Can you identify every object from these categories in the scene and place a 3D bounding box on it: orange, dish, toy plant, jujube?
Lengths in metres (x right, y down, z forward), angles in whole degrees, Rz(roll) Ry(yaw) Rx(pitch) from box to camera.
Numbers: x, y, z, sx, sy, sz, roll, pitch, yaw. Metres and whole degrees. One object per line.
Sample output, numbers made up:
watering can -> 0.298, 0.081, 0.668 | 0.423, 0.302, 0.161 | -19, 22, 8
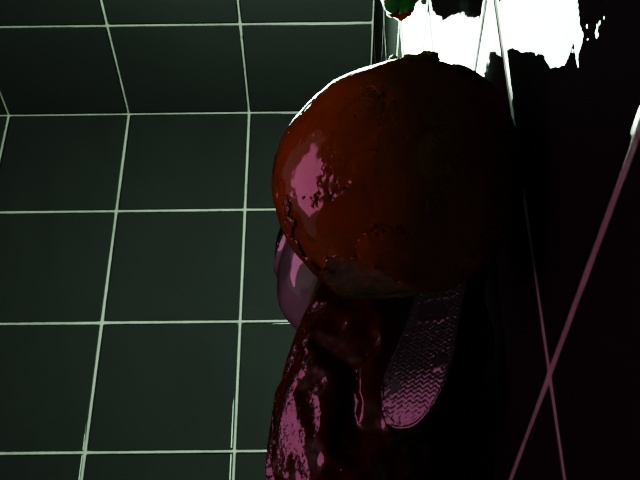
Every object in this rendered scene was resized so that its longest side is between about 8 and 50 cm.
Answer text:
orange -> 0.072, -0.056, 0.984 | 0.240, 0.240, 0.240 | -1, -90, -90
dish -> 0.000, 0.000, 1.822 | 0.324, 0.124, 0.324 | -59, -13, -22
toy plant -> 0.150, -0.478, 1.895 | 0.240, 0.088, 0.154 | -42, -36, -75
jujube -> 0.068, 0.223, 1.309 | 0.276, 0.277, 0.376 | 88, -177, -70

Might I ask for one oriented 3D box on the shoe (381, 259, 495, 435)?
shoe -> 0.152, 0.109, 1.163 | 0.108, 0.093, 0.241 | -9, 57, 52

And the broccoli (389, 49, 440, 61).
broccoli -> 0.070, -0.140, 1.377 | 0.288, 0.246, 0.247 | 147, 131, -84

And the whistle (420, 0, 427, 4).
whistle -> 0.139, -0.444, 1.418 | 0.101, 0.106, 0.253 | -122, 27, -58
